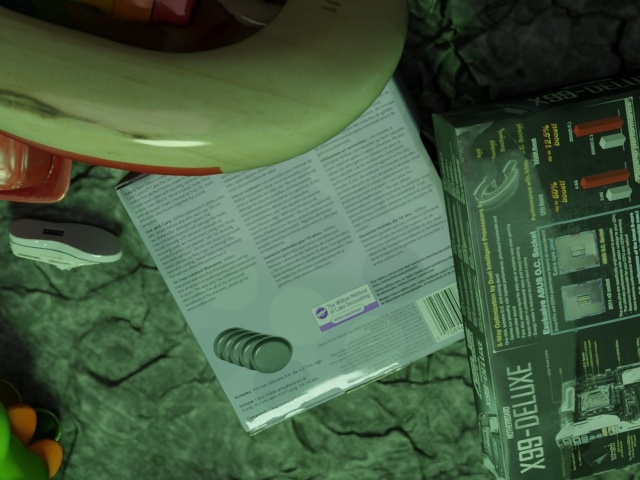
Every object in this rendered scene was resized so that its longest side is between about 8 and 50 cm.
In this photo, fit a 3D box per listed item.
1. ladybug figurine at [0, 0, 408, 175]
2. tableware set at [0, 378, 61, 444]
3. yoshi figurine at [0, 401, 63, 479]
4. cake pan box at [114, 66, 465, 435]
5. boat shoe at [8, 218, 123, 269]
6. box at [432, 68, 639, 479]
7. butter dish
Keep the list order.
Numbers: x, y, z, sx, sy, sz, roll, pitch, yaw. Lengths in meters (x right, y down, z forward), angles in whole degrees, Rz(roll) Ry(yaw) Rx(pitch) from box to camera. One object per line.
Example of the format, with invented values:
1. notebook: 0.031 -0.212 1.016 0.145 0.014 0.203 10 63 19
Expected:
1. ladybug figurine: -0.157 -0.182 1.267 0.449 0.305 0.162 20 150 7
2. tableware set: -0.313 0.166 1.495 0.154 0.024 0.104 25 107 -1
3. yoshi figurine: -0.321 0.300 1.438 0.203 0.203 0.362 1 110 22
4. cake pan box: 0.000 0.000 1.389 0.266 0.070 0.246 -26 104 13
5. boat shoe: -0.219 0.008 1.436 0.100 0.035 0.035 8 134 0
6. box: 0.233 0.028 1.329 0.242 0.076 0.308 -13 105 -9
7. butter dish: -0.288 -0.101 1.364 0.160 0.118 0.160 7 108 4
